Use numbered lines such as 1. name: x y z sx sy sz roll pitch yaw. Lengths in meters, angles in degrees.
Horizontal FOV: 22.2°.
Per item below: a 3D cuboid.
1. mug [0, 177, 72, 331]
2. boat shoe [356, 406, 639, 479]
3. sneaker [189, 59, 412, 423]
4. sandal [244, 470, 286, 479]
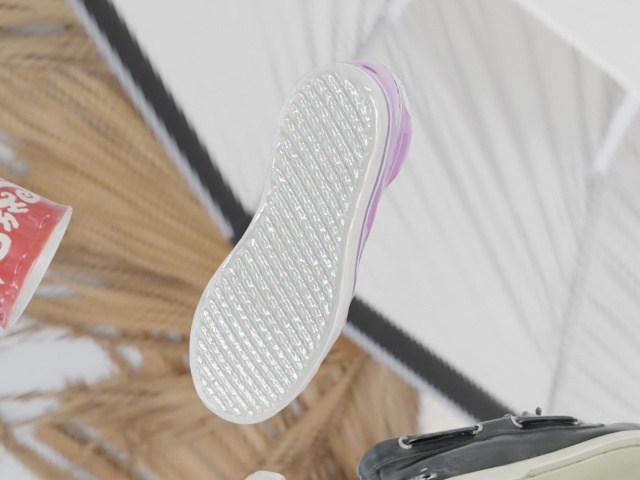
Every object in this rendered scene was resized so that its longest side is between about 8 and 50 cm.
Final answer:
1. mug: -0.306 -0.002 1.293 0.150 0.169 0.113 -64 4 -30
2. boat shoe: 0.170 0.194 1.371 0.340 0.127 0.113 -9 37 -36
3. sneaker: 0.001 0.000 1.225 0.102 0.282 0.161 27 14 10
4. sandal: -0.047 0.430 1.598 0.102 0.416 0.169 -1 -19 11
